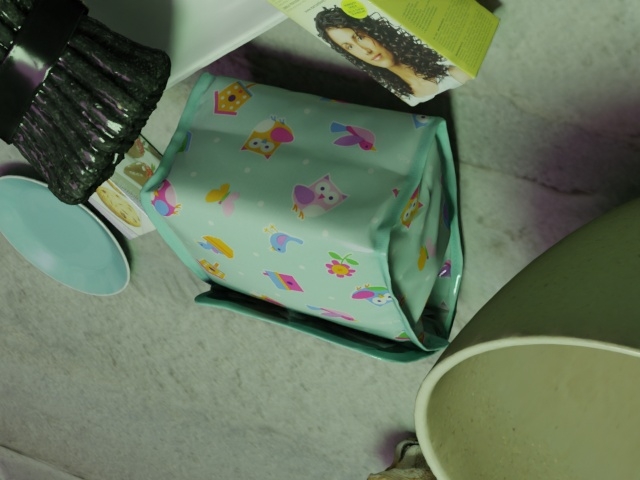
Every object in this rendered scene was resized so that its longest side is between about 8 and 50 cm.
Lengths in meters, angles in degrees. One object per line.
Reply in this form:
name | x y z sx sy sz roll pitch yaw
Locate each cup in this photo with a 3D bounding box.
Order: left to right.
cup | 0.266 0.095 0.899 0.331 0.237 0.331 22 145 17

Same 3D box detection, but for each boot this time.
boot | -0.234 -0.184 0.956 0.260 0.131 0.348 39 157 3

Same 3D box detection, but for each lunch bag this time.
lunch bag | 0.000 0.000 1.075 0.223 0.160 0.262 15 154 20

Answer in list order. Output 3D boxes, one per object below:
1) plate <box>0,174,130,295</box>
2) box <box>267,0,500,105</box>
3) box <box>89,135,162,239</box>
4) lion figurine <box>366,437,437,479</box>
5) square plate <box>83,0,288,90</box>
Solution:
plate | -0.289 -0.010 1.416 0.188 0.024 0.188 21 145 16
box | 0.007 -0.186 0.871 0.232 0.058 0.087 33 158 -18
box | -0.263 -0.133 1.200 0.324 0.063 0.067 46 144 -19
lion figurine | 0.232 0.334 1.325 0.392 0.142 0.240 29 154 -1
square plate | -0.215 -0.265 1.008 0.347 0.049 0.344 46 145 -19
